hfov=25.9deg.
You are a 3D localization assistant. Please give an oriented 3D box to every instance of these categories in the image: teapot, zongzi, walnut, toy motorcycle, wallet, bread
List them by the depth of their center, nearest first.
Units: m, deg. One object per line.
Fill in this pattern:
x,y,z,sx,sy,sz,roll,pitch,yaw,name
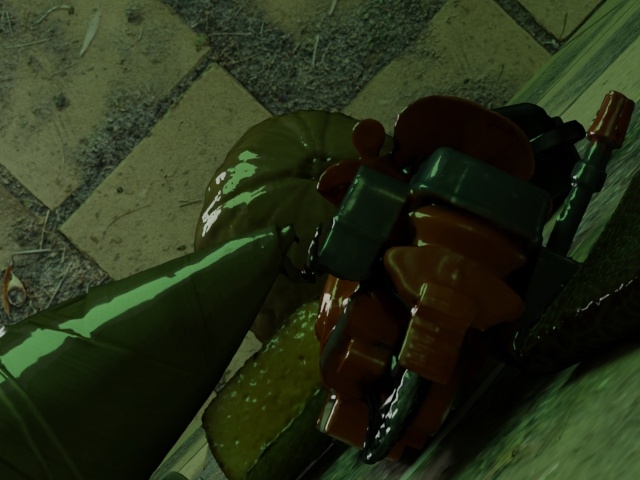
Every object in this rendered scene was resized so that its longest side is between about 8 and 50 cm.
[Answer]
0.170,-0.028,0.524,0.133,0.039,0.243,-53,5,-30,wallet
0.060,0.015,0.766,0.325,0.148,0.221,125,167,-83,toy motorcycle
-0.005,0.101,0.980,0.187,0.065,0.103,-48,-28,6,bread
0.157,-0.056,1.099,0.096,0.087,0.177,-19,-10,-23,teapot
-0.176,0.144,1.133,0.418,0.181,0.447,-34,-8,-2,zongzi
0.000,0.000,1.195,0.228,0.228,0.228,-46,1,1,walnut

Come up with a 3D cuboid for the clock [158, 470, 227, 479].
-0.147,0.259,1.178,0.151,0.062,0.191,-46,2,-36,clock
